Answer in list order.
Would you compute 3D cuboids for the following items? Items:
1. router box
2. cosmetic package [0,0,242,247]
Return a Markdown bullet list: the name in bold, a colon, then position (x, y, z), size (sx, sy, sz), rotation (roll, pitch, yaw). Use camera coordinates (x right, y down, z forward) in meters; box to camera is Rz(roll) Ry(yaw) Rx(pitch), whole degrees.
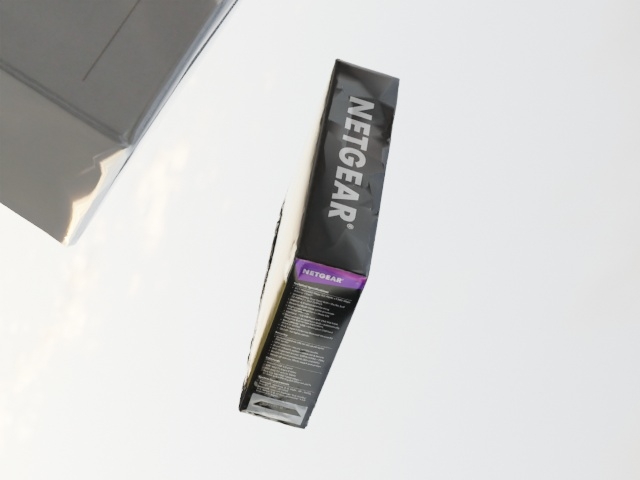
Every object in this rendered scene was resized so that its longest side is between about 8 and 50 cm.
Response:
- **router box**: position (0.000, 0.000, 1.059), size (0.179, 0.046, 0.133), rotation (-80, -172, -47)
- **cosmetic package**: position (-0.129, -0.119, 0.514), size (0.127, 0.238, 0.107), rotation (-61, -176, -23)
